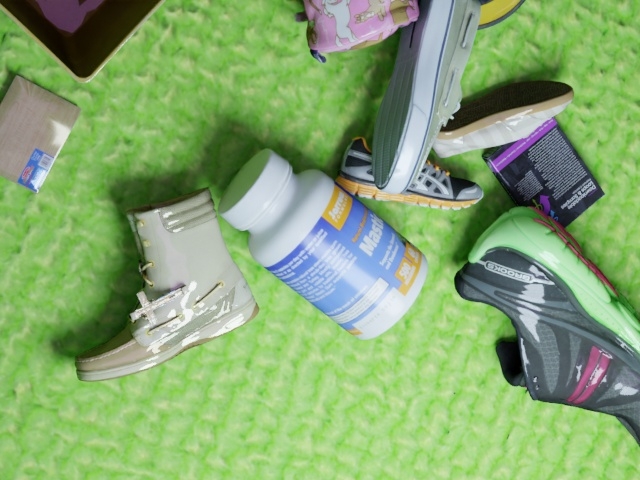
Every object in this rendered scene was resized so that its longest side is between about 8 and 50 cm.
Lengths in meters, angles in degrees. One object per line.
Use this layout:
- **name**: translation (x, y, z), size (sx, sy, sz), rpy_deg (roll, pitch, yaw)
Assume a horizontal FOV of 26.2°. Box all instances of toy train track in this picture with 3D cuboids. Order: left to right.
- **toy train track**: translation (-0.208, 0.081, 1.788), size (0.083, 0.014, 0.048), rpy_deg (-27, 104, -15)

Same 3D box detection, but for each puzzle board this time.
- **puzzle board**: translation (-0.385, -0.139, 1.802), size (0.096, 0.011, 0.128), rpy_deg (28, 91, -19)

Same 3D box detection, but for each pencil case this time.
- **pencil case**: translation (-0.005, -0.434, 1.777), size (0.167, 0.160, 0.386), rpy_deg (-17, 104, 15)

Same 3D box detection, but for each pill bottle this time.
- **pill bottle**: translation (0.000, 0.000, 1.857), size (0.272, 0.152, 0.152), rpy_deg (39, 87, -18)

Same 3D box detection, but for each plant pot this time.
- **plant pot**: translation (-0.307, -0.344, 1.697), size (0.212, 0.187, 0.212), rpy_deg (44, 87, -18)

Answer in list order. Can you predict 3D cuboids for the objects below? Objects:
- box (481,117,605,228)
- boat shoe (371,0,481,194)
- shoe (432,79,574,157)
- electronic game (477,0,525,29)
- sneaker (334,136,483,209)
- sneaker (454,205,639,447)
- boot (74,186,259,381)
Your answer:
- **box**: translation (0.325, -0.093, 1.998), size (0.116, 0.029, 0.162), rpy_deg (-39, 106, -6)
- **boat shoe**: translation (0.148, -0.203, 1.844), size (0.094, 0.109, 0.302), rpy_deg (16, 87, -22)
- **shoe**: translation (0.256, -0.173, 1.949), size (0.219, 0.076, 0.058), rpy_deg (-17, 126, -7)
- **electronic game**: translation (0.201, -0.405, 1.903), size (0.229, 0.048, 0.229), rpy_deg (-3, 100, -15)
- **sneaker**: translation (0.128, -0.090, 1.918), size (0.215, 0.084, 0.083), rpy_deg (8, 91, -16)
- **sneaker**: translation (0.372, 0.162, 2.001), size (0.202, 0.185, 0.483), rpy_deg (-38, 105, 13)
- **boot**: translation (-0.232, 0.059, 1.832), size (0.262, 0.095, 0.203), rpy_deg (-23, 105, -13)
